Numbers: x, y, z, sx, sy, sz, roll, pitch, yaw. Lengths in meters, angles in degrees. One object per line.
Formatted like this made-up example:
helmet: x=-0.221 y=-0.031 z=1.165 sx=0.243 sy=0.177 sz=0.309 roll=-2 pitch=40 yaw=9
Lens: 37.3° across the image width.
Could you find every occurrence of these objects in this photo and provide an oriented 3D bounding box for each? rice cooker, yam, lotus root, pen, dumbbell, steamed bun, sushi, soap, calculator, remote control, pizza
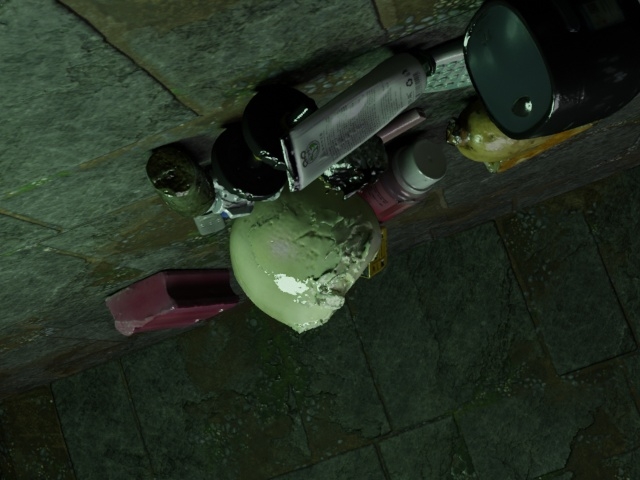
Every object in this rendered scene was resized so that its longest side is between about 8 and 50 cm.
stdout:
rice cooker: x=0.365 y=-0.294 z=1.456 sx=0.224 sy=0.267 sz=0.267 roll=-23 pitch=171 yaw=-18
yam: x=-0.251 y=-0.103 z=1.721 sx=0.107 sy=0.107 sz=0.183 roll=-20 pitch=166 yaw=4
lotus root: x=0.393 y=-0.247 z=2.023 sx=0.284 sy=0.146 sz=0.160 roll=-12 pitch=150 yaw=-21
pen: x=0.129 y=-0.222 z=1.988 sx=0.197 sy=0.032 sz=0.053 roll=-27 pitch=168 yaw=25
dumbbell: x=-0.090 y=-0.160 z=1.598 sx=0.143 sy=0.143 sz=0.325 roll=-13 pitch=168 yaw=-31
steamed bun: x=-0.047 y=0.014 z=2.050 sx=0.334 sy=0.312 sz=0.233 roll=-61 pitch=176 yaw=2
sushi: x=0.051 y=-0.157 z=1.864 sx=0.115 sy=0.147 sz=0.212 roll=-29 pitch=174 yaw=23
soap: x=-0.430 y=0.182 z=2.803 sx=0.233 sy=0.128 sz=0.359 roll=-25 pitch=169 yaw=23
calculator: x=0.280 y=-0.324 z=1.704 sx=0.295 sy=0.042 sz=0.184 roll=-15 pitch=169 yaw=-10
remote control: x=-0.257 y=-0.051 z=2.181 sx=0.067 sy=0.029 sz=0.261 roll=-18 pitch=169 yaw=-6
pizza: x=0.559 y=-0.263 z=2.429 sx=0.182 sy=0.074 sz=0.365 roll=-12 pitch=168 yaw=-44

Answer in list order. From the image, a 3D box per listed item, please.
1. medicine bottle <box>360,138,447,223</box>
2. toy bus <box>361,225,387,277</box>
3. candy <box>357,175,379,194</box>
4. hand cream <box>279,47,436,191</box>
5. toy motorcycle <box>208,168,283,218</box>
medicine bottle: x=0.178 y=-0.140 z=2.193 sx=0.147 sy=0.147 sz=0.247 roll=-11 pitch=167 yaw=-38
toy bus: x=0.000 y=0.000 z=2.313 sx=0.335 sy=0.121 sz=0.123 roll=12 pitch=-154 yaw=35
candy: x=0.027 y=-0.114 z=2.209 sx=0.292 sy=0.086 sz=0.059 roll=-27 pitch=150 yaw=37
hand cream: x=0.062 y=-0.207 z=1.530 sx=0.336 sy=0.076 sz=0.121 roll=-40 pitch=141 yaw=-26
toy motorcycle: x=-0.175 y=-0.107 z=1.893 sx=0.254 sy=0.112 sz=0.112 roll=-15 pitch=169 yaw=-38
